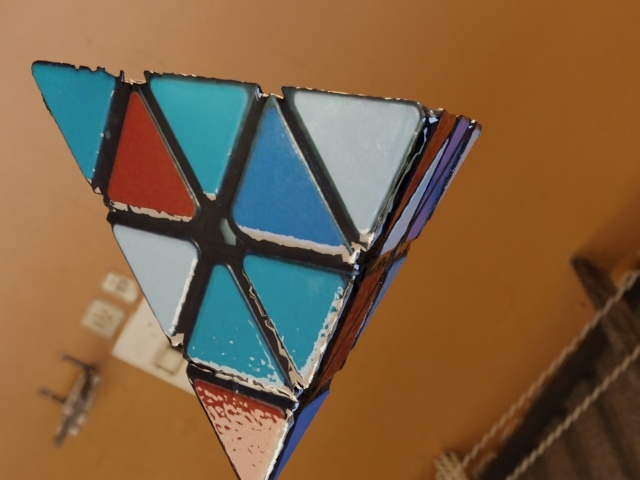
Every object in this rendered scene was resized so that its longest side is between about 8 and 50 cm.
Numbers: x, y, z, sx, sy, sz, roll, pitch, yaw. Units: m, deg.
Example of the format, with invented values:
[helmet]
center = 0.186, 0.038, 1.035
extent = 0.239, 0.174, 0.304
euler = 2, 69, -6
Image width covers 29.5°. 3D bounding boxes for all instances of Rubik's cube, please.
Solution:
[Rubik's cube]
center = 0.000, 0.000, 0.607
extent = 0.234, 0.284, 0.250
euler = 152, -54, -65
